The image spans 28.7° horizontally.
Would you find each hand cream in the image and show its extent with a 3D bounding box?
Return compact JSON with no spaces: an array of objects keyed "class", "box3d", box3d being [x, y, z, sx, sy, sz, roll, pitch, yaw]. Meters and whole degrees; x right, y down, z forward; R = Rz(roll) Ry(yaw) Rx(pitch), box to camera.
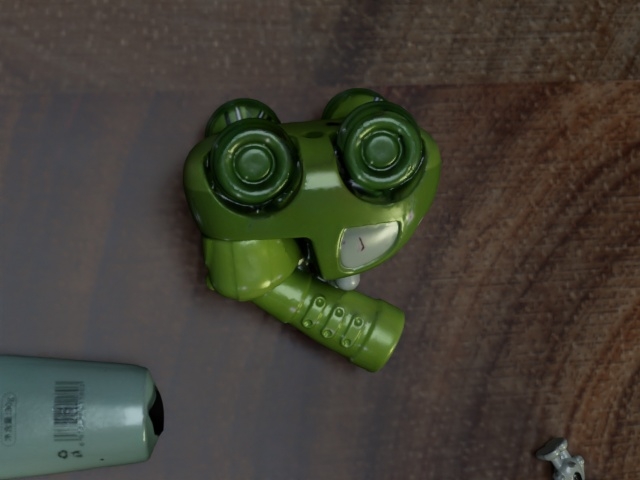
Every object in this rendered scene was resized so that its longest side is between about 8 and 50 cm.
[{"class":"hand cream","box3d":[-0.274,0.127,0.902,0.321,0.067,0.109,0,85,-9]}]

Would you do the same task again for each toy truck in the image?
[{"class":"toy truck","box3d":[-0.015,-0.014,0.939,0.187,0.148,0.210,10,103,-10]}]

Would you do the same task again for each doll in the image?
[{"class":"doll","box3d":[0.209,0.203,1.014,0.085,0.040,0.058,39,64,-11]}]
